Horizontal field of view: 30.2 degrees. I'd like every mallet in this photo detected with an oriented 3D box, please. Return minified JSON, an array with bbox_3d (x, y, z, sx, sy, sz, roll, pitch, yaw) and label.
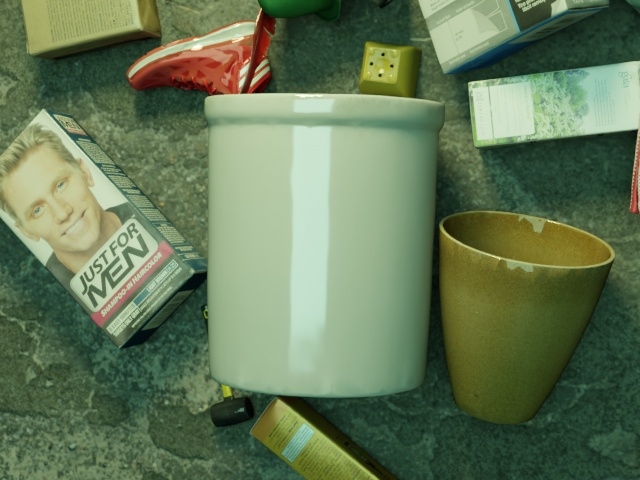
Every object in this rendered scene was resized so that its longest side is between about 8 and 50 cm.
[{"bbox_3d":[-0.162,0.194,1.819,0.062,0.039,0.189,-24,81,15],"label":"mallet"}]

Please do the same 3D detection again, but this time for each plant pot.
[{"bbox_3d":[0.097,-0.249,1.722,0.081,0.083,0.081,9,93,12],"label":"plant pot"},{"bbox_3d":[0.261,0.113,1.637,0.237,0.237,0.254,13,109,13],"label":"plant pot"}]

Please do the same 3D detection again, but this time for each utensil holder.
[{"bbox_3d":[0.000,0.000,1.628,0.328,0.327,0.385,3,92,13],"label":"utensil holder"}]

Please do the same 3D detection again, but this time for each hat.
[{"bbox_3d":[-0.086,-0.349,1.689,0.183,0.173,0.208,-28,80,-15],"label":"hat"}]

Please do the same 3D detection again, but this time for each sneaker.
[{"bbox_3d":[-0.179,-0.238,1.788,0.221,0.087,0.128,-20,85,14],"label":"sneaker"}]

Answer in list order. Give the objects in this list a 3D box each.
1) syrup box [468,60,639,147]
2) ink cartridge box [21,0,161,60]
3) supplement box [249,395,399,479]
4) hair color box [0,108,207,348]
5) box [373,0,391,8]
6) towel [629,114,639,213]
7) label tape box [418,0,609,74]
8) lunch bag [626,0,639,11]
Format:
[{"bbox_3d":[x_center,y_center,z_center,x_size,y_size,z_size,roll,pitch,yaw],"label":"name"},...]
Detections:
[{"bbox_3d":[0.331,-0.187,1.661,0.237,0.096,0.093,-6,91,11],"label":"syrup box"},{"bbox_3d":[-0.364,-0.411,1.826,0.193,0.088,0.234,-9,89,15],"label":"ink cartridge box"},{"bbox_3d":[0.012,0.324,1.756,0.233,0.078,0.080,36,99,11],"label":"supplement box"},{"bbox_3d":[-0.349,-0.018,1.821,0.174,0.105,0.347,-46,81,10],"label":"hair color box"},{"bbox_3d":[0.025,-0.449,1.685,0.056,0.183,0.231,-37,84,11],"label":"box"},{"bbox_3d":[0.559,-0.119,1.597,0.275,0.031,0.199,5,92,-8],"label":"towel"},{"bbox_3d":[0.225,-0.426,1.617,0.241,0.106,0.333,-22,85,51],"label":"label tape box"},{"bbox_3d":[0.488,-0.406,1.590,0.262,0.160,0.223,41,100,4],"label":"lunch bag"}]
